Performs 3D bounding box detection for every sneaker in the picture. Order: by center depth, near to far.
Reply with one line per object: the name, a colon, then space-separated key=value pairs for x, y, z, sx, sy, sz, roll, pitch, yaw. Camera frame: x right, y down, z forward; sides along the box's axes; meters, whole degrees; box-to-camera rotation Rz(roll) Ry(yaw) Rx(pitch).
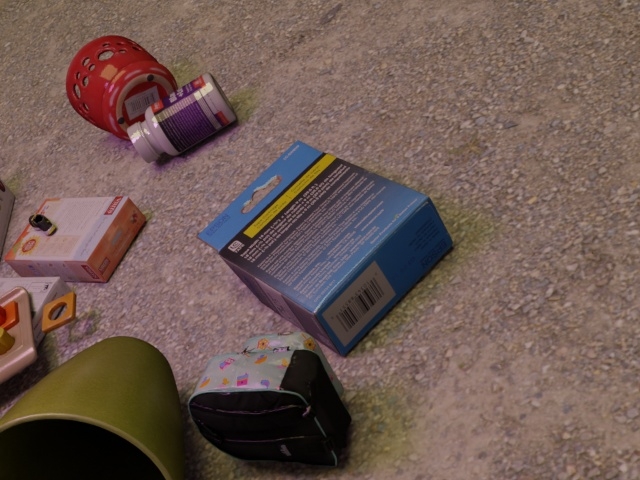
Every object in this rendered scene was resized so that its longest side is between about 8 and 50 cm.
sneaker: x=-0.517 y=-0.038 z=2.035 sx=0.083 sy=0.035 sz=0.031 roll=20 pitch=61 yaw=47

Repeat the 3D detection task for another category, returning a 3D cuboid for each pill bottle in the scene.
pill bottle: x=-0.269 y=-0.230 z=2.120 sx=0.193 sy=0.108 sz=0.108 roll=-30 pitch=37 yaw=4

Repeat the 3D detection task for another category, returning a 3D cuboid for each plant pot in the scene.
plant pot: x=-0.295 y=0.261 z=1.496 sx=0.275 sy=0.275 sz=0.293 roll=-21 pitch=23 yaw=16
plant pot: x=-0.393 y=-0.298 z=2.229 sx=0.191 sy=0.191 sz=0.174 roll=-42 pitch=47 yaw=-11

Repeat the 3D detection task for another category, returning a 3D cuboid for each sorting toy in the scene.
sorting toy: x=-0.569 y=0.173 z=1.867 sx=0.348 sy=0.047 sz=0.196 roll=-33 pitch=39 yaw=2

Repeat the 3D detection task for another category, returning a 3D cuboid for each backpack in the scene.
backpack: x=-0.069 y=0.208 z=1.438 sx=0.188 sy=0.166 sz=0.144 roll=-11 pitch=41 yaw=22

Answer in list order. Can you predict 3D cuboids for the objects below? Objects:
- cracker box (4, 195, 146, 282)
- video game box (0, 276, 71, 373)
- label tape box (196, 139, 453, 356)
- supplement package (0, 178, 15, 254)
cracker box: x=-0.453 y=-0.003 z=2.035 sx=0.232 sy=0.067 sz=0.156 roll=0 pitch=49 yaw=37
video game box: x=-0.566 y=0.149 z=1.965 sx=0.205 sy=0.048 sz=0.187 roll=-2 pitch=46 yaw=35
label tape box: x=0.000 y=0.000 z=1.669 sx=0.240 sy=0.106 sz=0.334 roll=-44 pitch=38 yaw=-14
supplement package: x=-0.754 y=-0.023 z=2.213 sx=0.204 sy=0.145 sz=0.262 roll=-23 pitch=39 yaw=14
